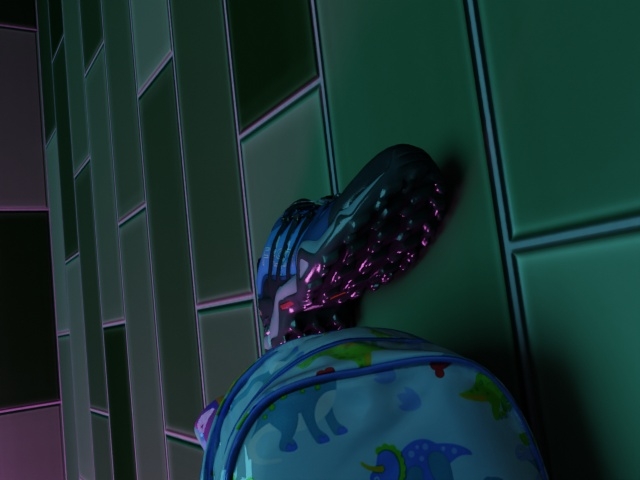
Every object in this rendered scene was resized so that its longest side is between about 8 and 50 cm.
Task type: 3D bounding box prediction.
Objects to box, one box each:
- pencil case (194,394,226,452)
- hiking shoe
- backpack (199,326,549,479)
[{"bbox_3d":[-0.076,0.281,0.726,0.236,0.104,0.105,-133,50,-57],"label":"pencil case"},{"bbox_3d":[0.000,0.000,0.597,0.304,0.113,0.132,-53,50,45],"label":"hiking shoe"},{"bbox_3d":[0.042,0.236,0.405,0.273,0.289,0.356,86,176,-54],"label":"backpack"}]
